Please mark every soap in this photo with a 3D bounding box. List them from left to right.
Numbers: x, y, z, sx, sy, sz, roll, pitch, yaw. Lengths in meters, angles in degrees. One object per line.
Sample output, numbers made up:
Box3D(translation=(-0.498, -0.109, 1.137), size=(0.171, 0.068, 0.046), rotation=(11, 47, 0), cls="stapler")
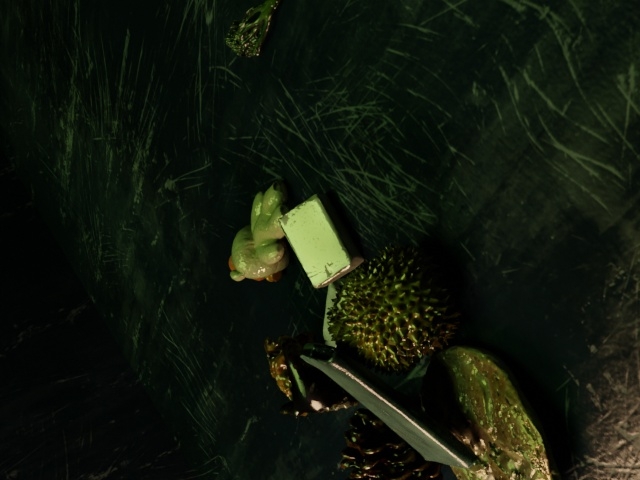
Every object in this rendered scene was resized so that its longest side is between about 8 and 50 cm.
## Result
Box3D(translation=(0.000, 0.000, 1.981), size=(0.121, 0.064, 0.183), rotation=(-33, 80, 22), cls="soap")

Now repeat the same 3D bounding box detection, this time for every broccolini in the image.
Box3D(translation=(-0.131, -0.469, 1.927), size=(0.091, 0.068, 0.203), rotation=(53, 135, -4), cls="broccolini")

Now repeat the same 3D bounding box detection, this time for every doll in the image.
Box3D(translation=(-0.121, -0.015, 2.187), size=(0.149, 0.175, 0.278), rotation=(26, 137, -7), cls="doll")

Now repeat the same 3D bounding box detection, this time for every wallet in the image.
Box3D(translation=(0.130, 0.328, 1.777), size=(0.379, 0.046, 0.191), rotation=(39, 162, -13), cls="wallet")

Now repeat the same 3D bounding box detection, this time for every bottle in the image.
Box3D(translation=(-0.167, 0.073, 2.351), size=(0.187, 0.069, 0.069), rotation=(17, 125, 51), cls="bottle")

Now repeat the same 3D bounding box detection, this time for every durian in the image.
Box3D(translation=(0.144, 0.148, 1.747), size=(0.258, 0.258, 0.293), rotation=(51, 153, 23), cls="durian")

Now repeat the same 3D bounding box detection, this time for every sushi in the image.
Box3D(translation=(-0.028, 0.323, 2.179), size=(0.200, 0.213, 0.204), rotation=(-13, 82, 40), cls="sushi")

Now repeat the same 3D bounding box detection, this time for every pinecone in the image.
Box3D(translation=(0.156, 0.480, 1.994), size=(0.243, 0.243, 0.257), rotation=(-30, 72, 60), cls="pinecone")

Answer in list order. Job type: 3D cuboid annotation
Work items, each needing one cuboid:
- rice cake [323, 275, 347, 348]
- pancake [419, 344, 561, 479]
Box3D(translation=(0.050, 0.167, 2.080), size=(0.063, 0.069, 0.206), rotation=(45, 142, 35), cls="rice cake")
Box3D(translation=(0.334, 0.381, 1.764), size=(0.387, 0.082, 0.387), rotation=(44, 146, 41), cls="pancake")
